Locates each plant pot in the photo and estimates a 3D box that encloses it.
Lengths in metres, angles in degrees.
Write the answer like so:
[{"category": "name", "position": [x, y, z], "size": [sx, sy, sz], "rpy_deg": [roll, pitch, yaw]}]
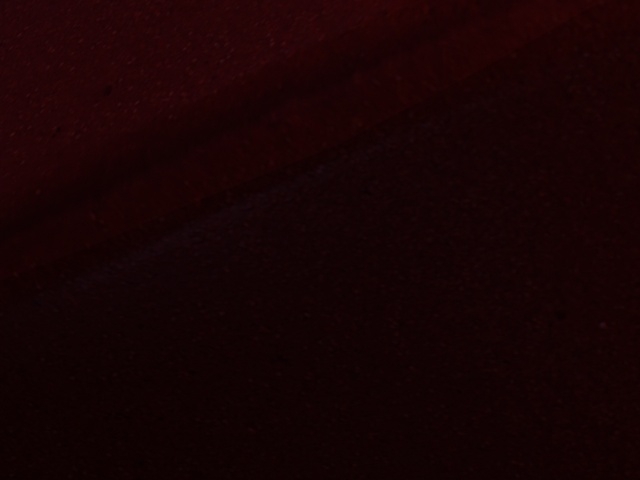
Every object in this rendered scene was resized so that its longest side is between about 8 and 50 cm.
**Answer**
[{"category": "plant pot", "position": [0.000, 0.000, 0.521], "size": [0.236, 0.267, 0.267], "rpy_deg": [-20, 36, 10]}]
